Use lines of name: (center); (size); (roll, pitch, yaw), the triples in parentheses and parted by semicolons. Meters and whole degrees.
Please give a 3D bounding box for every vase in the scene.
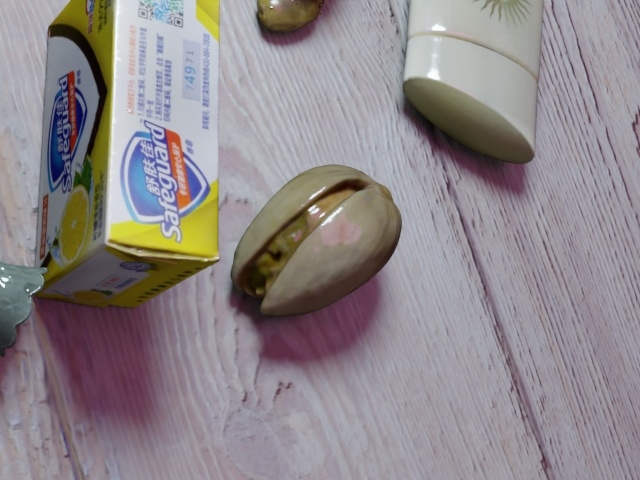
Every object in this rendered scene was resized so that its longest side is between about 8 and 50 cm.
vase: (-0.298, 0.024, 0.949); (0.148, 0.081, 0.081); (29, 60, -17)

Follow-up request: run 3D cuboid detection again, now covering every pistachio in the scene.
pistachio: (0.000, 0.000, 1.128); (0.185, 0.124, 0.124); (-36, 94, -20)

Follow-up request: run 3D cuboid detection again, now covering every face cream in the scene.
face cream: (0.175, -0.266, 1.345); (0.173, 0.081, 0.349); (19, 64, -25)

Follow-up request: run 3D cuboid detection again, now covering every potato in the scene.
potato: (-0.029, -0.241, 1.232); (0.083, 0.040, 0.051); (-32, 86, -37)

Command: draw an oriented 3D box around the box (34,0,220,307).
box: (-0.163, -0.089, 1.020); (0.097, 0.168, 0.265); (11, 69, -31)
